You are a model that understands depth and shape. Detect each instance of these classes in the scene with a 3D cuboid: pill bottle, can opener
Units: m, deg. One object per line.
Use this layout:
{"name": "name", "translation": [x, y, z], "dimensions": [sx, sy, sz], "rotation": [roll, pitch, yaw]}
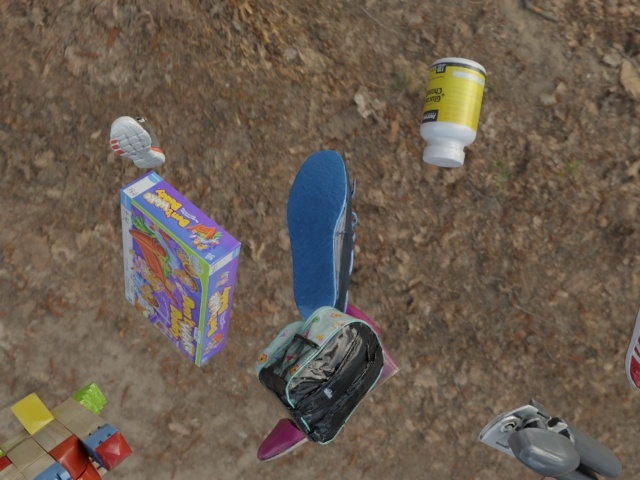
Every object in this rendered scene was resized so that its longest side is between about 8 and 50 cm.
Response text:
{"name": "pill bottle", "translation": [0.240, -0.233, 1.306], "dimensions": [0.103, 0.103, 0.184], "rotation": [12, 84, -19]}
{"name": "can opener", "translation": [0.299, 0.275, 0.878], "dimensions": [0.076, 0.095, 0.283], "rotation": [-42, 130, 19]}

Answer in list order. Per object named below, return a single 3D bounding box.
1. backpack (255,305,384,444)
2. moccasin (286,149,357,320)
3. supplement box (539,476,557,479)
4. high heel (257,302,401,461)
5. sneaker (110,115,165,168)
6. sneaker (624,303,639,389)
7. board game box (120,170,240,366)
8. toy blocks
{"name": "backpack", "translation": [0.004, 0.202, 1.135], "dimensions": [0.188, 0.144, 0.166], "rotation": [-42, 124, -16]}
{"name": "moccasin", "translation": [0.000, 0.000, 1.357], "dimensions": [0.138, 0.341, 0.117], "rotation": [0, 162, 21]}
{"name": "supplement box", "translation": [0.363, 0.427, 1.094], "dimensions": [0.188, 0.081, 0.104], "rotation": [19, 92, -63]}
{"name": "high heel", "translation": [-0.020, 0.306, 1.505], "dimensions": [0.377, 0.127, 0.181], "rotation": [-39, 76, 7]}
{"name": "sneaker", "translation": [-0.288, -0.165, 1.099], "dimensions": [0.061, 0.064, 0.158], "rotation": [-12, 165, -1]}
{"name": "sneaker", "translation": [0.379, 0.125, 0.785], "dimensions": [0.042, 0.067, 0.118], "rotation": [-9, 113, -18]}
{"name": "board game box", "translation": [-0.279, 0.064, 1.384], "dimensions": [0.078, 0.233, 0.347], "rotation": [-38, 157, -35]}
{"name": "toy blocks", "translation": [-0.467, 0.408, 1.155], "dimensions": [0.381, 0.261, 0.190], "rotation": [-36, 113, -30]}
